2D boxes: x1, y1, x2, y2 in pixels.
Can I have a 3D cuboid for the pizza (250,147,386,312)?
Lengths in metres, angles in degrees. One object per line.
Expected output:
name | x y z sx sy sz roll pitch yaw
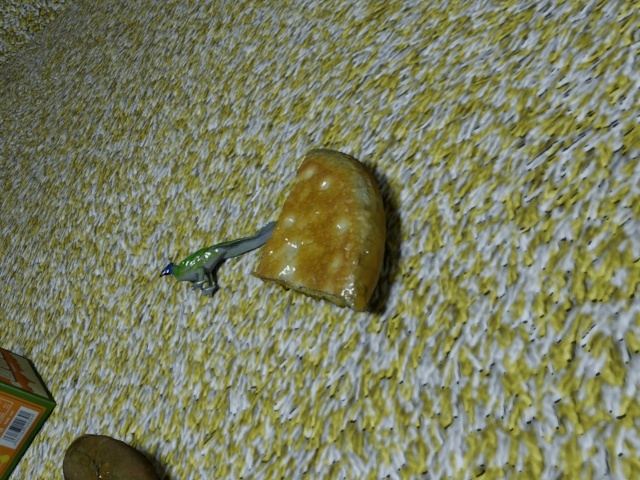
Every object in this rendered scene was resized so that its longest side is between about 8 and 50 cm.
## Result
pizza | 0.000 0.000 0.930 0.197 0.058 0.292 -41 38 19

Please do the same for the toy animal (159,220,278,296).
toy animal | -0.144 0.034 1.074 0.216 0.041 0.075 -20 48 31

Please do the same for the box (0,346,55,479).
box | -0.566 0.285 1.245 0.177 0.148 0.195 30 86 51

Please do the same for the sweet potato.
sweet potato | -0.237 0.317 0.937 0.285 0.085 0.112 28 118 42
